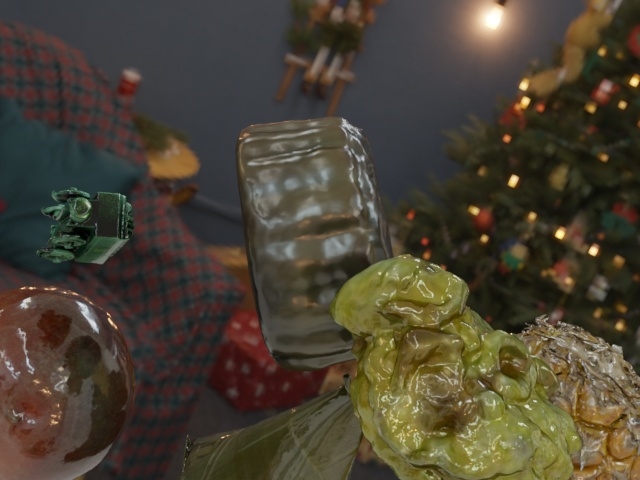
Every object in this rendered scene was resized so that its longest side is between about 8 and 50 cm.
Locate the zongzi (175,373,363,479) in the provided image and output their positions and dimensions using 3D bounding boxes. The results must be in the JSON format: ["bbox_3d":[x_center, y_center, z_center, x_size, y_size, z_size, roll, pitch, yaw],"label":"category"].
[{"bbox_3d":[-0.064,0.411,1.607,0.181,0.418,0.447,19,57,-26],"label":"zongzi"}]

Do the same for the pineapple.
[{"bbox_3d":[0.345,0.287,2.028,0.352,0.300,0.352,29,19,-11],"label":"pineapple"}]

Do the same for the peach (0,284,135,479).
[{"bbox_3d":[-0.345,0.180,1.640,0.252,0.252,0.252,23,17,-7],"label":"peach"}]

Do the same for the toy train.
[{"bbox_3d":[-0.268,-0.014,1.527,0.099,0.070,0.172,5,-13,-19],"label":"toy train"}]

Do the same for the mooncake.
[{"bbox_3d":[0.000,0.000,1.519,0.161,0.290,0.290,-10,19,2],"label":"mooncake"}]

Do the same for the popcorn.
[{"bbox_3d":[0.132,0.162,1.296,0.286,0.174,0.225,48,17,-24],"label":"popcorn"}]
